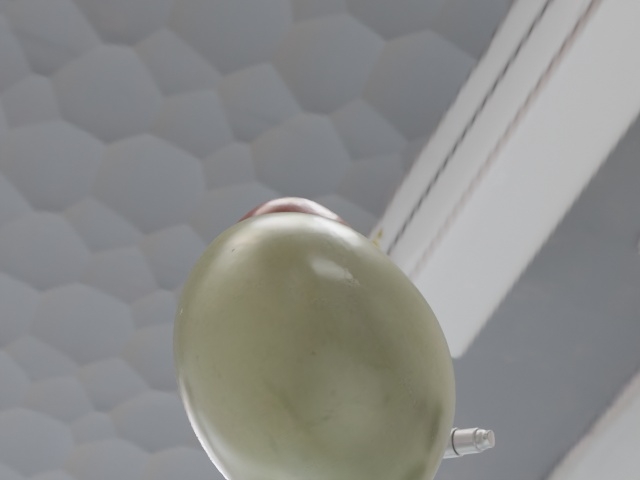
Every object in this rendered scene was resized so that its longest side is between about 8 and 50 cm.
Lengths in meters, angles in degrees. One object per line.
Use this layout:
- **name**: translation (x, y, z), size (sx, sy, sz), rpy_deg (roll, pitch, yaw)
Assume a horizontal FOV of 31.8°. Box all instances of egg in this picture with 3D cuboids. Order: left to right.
- **egg**: translation (-0.006, 0.104, 0.915), size (0.219, 0.219, 0.269), rpy_deg (-38, -109, 57)

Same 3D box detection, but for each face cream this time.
- **face cream**: translation (0.142, 0.233, 1.290), size (0.130, 0.034, 0.034), rpy_deg (-14, -123, 38)

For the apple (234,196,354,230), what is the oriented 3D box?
- **apple**: translation (-0.031, 0.029, 1.168), size (0.120, 0.153, 0.153), rpy_deg (39, 62, -65)
